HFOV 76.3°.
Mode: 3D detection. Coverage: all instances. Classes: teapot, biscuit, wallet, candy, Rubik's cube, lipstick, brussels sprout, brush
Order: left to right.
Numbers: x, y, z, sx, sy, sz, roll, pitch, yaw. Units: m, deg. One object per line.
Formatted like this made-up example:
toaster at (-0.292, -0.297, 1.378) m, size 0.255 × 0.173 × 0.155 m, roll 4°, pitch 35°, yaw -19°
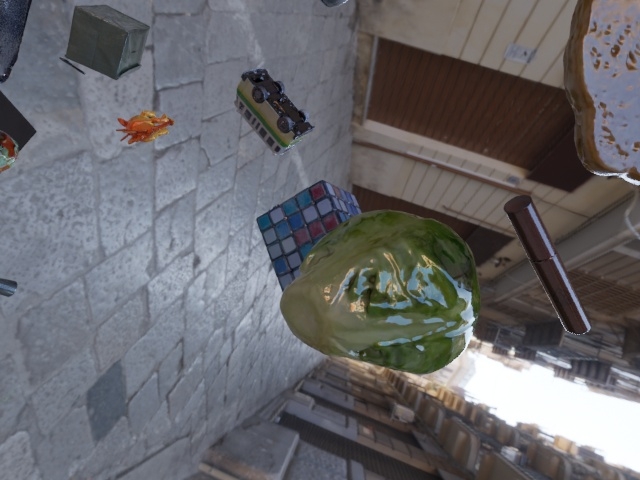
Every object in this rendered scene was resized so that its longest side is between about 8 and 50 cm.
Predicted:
candy at (-0.666, -0.105, 0.691) m, size 0.288 × 0.078 × 0.084 m, roll -39°, pitch -160°, yaw -27°
teapot at (-0.822, 0.106, 1.012) m, size 0.111 × 0.043 × 0.043 m, roll 39°, pitch 69°, yaw -53°
wallet at (-0.588, -0.439, 0.742) m, size 0.221 × 0.071 × 0.262 m, roll -10°, pitch -116°, yaw 59°
brush at (-0.804, -0.566, 1.324) m, size 0.083 × 0.024 × 0.008 m, roll 32°, pitch 70°, yaw -46°
Rubik's cube at (0.000, 0.000, 1.417) m, size 0.293 × 0.292 × 0.287 m, roll 13°, pitch 53°, yaw -66°
brussels sprout at (0.086, 0.069, 0.563) m, size 0.210 × 0.271 × 0.219 m, roll 17°, pitch -66°, yaw 57°
lipstick at (0.472, 0.061, 0.838) m, size 0.057 × 0.356 × 0.057 m, roll -31°, pitch -158°, yaw 14°
biscuit at (0.502, -0.257, 0.580) m, size 0.057 × 0.312 × 0.351 m, roll -104°, pitch 174°, yaw -79°

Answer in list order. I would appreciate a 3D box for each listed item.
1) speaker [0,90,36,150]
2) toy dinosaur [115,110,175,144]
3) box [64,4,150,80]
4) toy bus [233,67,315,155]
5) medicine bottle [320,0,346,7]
speaker at (-0.899, -0.248, 0.984) m, size 0.184 × 0.254 × 0.232 m, roll 68°, pitch 17°, yaw -45°
toy dinosaur at (-0.428, -0.268, 0.978) m, size 0.117 × 0.288 × 0.070 m, roll -25°, pitch 118°, yaw -26°
box at (-0.639, -0.608, 1.248) m, size 0.149 × 0.155 × 0.231 m, roll -60°, pitch -162°, yaw 25°
toy bus at (-0.192, -0.488, 1.564) m, size 0.179 × 0.305 × 0.143 m, roll -37°, pitch -175°, yaw 43°
medicine bottle at (-0.004, -0.601, 0.860) m, size 0.191 × 0.107 × 0.107 m, roll 27°, pitch 81°, yaw -49°
